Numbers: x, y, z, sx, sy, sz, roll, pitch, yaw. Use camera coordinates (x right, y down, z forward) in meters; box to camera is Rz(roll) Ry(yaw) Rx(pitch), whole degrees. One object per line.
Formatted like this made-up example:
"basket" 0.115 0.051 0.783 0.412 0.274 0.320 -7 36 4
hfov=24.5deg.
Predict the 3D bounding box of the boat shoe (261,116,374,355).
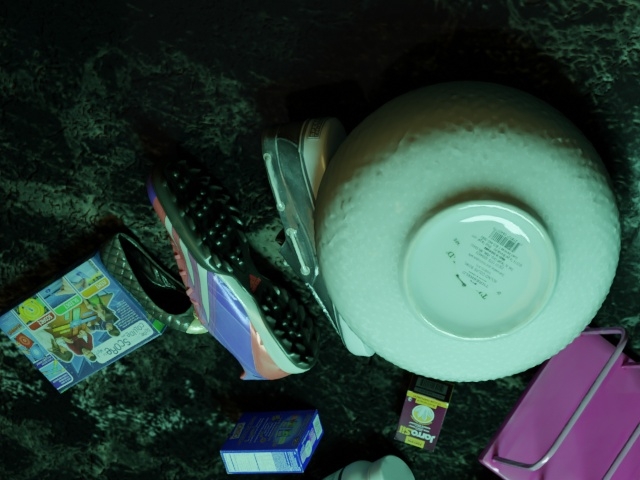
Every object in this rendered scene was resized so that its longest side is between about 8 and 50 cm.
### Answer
"boat shoe" 0.000 0.000 1.709 0.102 0.108 0.301 -2 121 25

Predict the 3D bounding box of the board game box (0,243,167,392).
"board game box" -0.312 0.105 1.921 0.201 0.035 0.136 -30 108 31

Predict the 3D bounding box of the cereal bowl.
"cereal bowl" 0.160 0.008 1.577 0.339 0.141 0.338 0 112 0

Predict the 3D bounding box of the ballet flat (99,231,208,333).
"ballet flat" -0.204 0.057 1.838 0.173 0.057 0.049 39 144 -5

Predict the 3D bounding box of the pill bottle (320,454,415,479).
"pill bottle" 0.041 0.343 1.916 0.169 0.094 0.094 -34 106 32

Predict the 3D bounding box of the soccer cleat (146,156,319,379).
"soccer cleat" -0.128 0.044 1.783 0.116 0.108 0.318 -22 114 33

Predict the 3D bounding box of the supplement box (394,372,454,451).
"supplement box" 0.128 0.213 1.837 0.055 0.043 0.083 16 125 6

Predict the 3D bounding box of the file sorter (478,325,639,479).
"file sorter" 0.369 0.252 1.643 0.291 0.182 0.202 37 81 -6

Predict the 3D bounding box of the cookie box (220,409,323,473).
"cookie box" -0.062 0.259 1.900 0.107 0.092 0.040 -4 116 21
